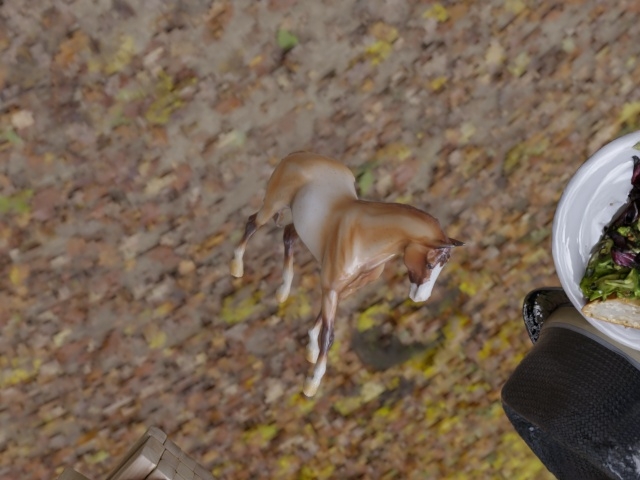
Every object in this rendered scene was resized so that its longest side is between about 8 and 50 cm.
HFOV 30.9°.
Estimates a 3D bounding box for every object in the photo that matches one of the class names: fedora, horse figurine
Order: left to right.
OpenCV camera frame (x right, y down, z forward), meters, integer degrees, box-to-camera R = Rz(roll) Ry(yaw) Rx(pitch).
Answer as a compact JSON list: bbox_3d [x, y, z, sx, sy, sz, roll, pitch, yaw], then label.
[{"bbox_3d":[0.000,0.000,0.953,0.066,0.263,0.174,10,118,-31],"label":"horse figurine"},{"bbox_3d":[0.335,0.211,1.385,0.152,0.334,0.334,-42,153,-17],"label":"fedora"}]

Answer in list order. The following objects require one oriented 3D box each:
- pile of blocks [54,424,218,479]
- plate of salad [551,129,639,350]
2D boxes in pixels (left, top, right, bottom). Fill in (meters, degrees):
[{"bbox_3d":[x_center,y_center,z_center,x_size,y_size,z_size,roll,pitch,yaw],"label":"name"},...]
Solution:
[{"bbox_3d":[-0.280,0.326,1.215,0.362,0.149,0.112,-22,-166,14],"label":"pile of blocks"},{"bbox_3d":[0.285,0.006,0.929,0.200,0.200,0.048,-50,177,26],"label":"plate of salad"}]
